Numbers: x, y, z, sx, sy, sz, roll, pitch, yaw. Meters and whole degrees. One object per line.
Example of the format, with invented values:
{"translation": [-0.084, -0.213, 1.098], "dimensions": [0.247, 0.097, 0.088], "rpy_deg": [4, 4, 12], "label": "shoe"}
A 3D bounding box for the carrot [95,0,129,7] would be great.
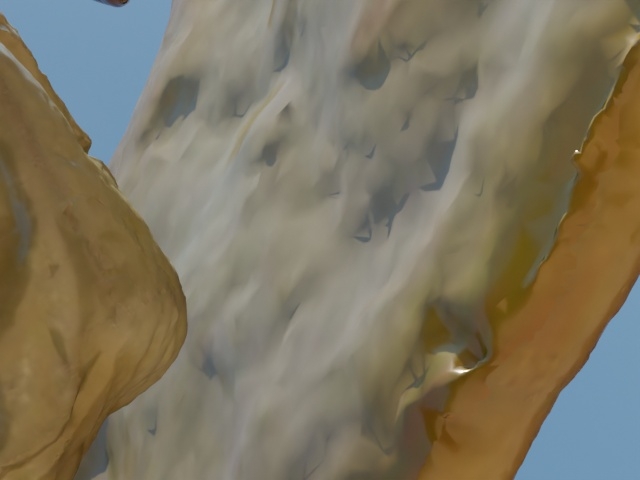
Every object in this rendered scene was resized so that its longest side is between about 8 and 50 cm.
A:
{"translation": [-0.196, -0.224, 1.686], "dimensions": [0.037, 0.190, 0.037], "rpy_deg": [-12, -62, -24], "label": "carrot"}

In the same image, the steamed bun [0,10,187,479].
{"translation": [-0.108, 0.004, 0.516], "dimensions": [0.172, 0.141, 0.155], "rpy_deg": [58, -170, 9], "label": "steamed bun"}

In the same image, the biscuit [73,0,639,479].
{"translation": [0.001, 0.000, 0.832], "dimensions": [0.104, 0.429, 0.446], "rpy_deg": [18, -80, -26], "label": "biscuit"}
